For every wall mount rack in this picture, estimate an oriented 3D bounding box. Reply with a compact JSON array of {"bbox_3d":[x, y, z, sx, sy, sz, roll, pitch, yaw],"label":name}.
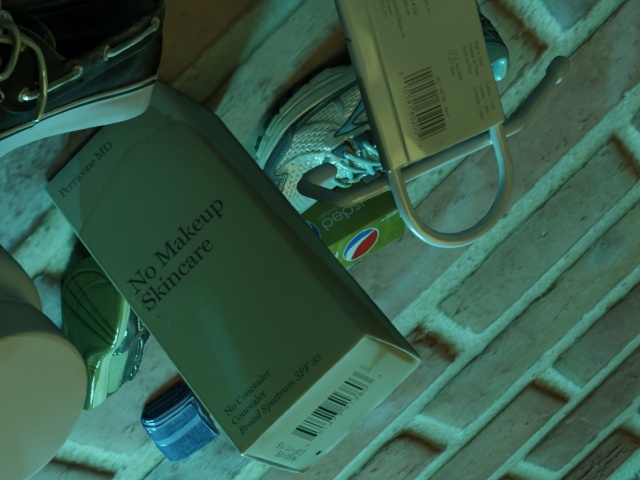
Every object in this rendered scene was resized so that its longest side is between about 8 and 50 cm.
[{"bbox_3d":[0.096,-0.185,1.454,0.304,0.130,0.350,-25,112,-21],"label":"wall mount rack"}]

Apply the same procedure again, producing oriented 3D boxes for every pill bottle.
[{"bbox_3d":[-0.293,0.045,1.198,0.160,0.283,0.160,-27,137,-28],"label":"pill bottle"}]

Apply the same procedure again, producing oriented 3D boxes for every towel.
[{"bbox_3d":[-0.154,0.202,1.896,0.067,0.029,0.119,-36,152,-8],"label":"towel"}]

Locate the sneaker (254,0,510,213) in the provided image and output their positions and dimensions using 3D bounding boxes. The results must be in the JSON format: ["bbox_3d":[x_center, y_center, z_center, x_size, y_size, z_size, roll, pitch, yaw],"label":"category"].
[{"bbox_3d":[0.054,-0.112,1.603,0.283,0.122,0.110,-46,152,9],"label":"sneaker"}]

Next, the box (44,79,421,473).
[{"bbox_3d":[-0.076,0.027,1.438,0.148,0.311,0.121,-46,152,8],"label":"box"}]

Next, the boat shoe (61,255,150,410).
[{"bbox_3d":[-0.195,0.076,1.620,0.073,0.080,0.223,-29,156,-32],"label":"boat shoe"}]

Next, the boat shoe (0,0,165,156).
[{"bbox_3d":[-0.228,-0.124,1.248,0.306,0.113,0.105,-17,138,-42],"label":"boat shoe"}]

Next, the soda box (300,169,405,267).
[{"bbox_3d":[0.000,0.000,1.766,0.181,0.058,0.061,-29,150,-20],"label":"soda box"}]
